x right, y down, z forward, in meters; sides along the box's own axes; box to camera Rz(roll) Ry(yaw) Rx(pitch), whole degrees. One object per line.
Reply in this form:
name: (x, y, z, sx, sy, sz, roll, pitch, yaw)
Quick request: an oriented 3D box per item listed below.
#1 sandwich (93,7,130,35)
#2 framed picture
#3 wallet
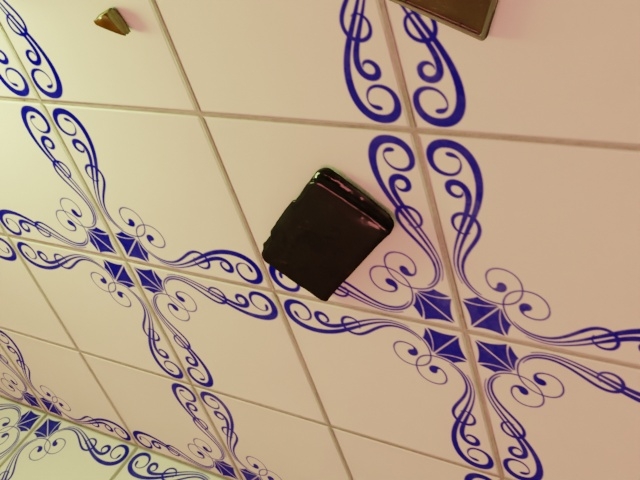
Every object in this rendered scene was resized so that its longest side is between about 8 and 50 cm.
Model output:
sandwich: (-0.413, -0.436, 1.790, 0.083, 0.031, 0.044, 23, 146, 16)
framed picture: (0.172, -0.396, 1.350, 0.203, 0.015, 0.150, 27, 142, 15)
wallet: (0.000, 0.000, 1.894, 0.197, 0.051, 0.377, 36, 145, -2)
